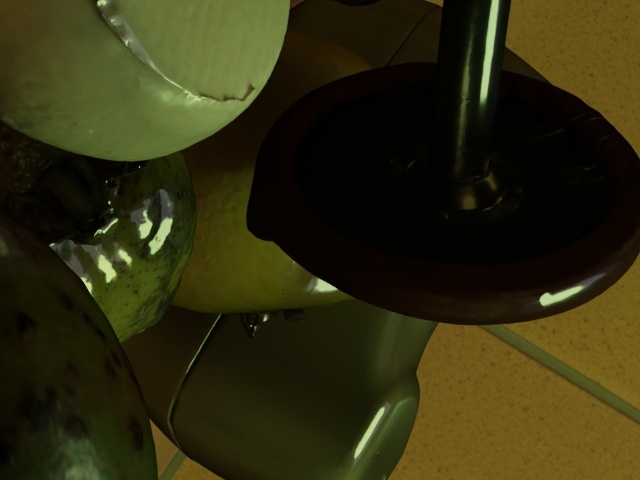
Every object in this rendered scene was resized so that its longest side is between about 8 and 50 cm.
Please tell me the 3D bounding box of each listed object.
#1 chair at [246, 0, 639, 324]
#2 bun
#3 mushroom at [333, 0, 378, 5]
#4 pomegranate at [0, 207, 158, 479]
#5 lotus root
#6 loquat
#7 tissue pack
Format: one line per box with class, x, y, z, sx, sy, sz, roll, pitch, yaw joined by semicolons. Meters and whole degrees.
chair;0.079;-0.124;0.984;0.226;0.226;0.401;-52;155;-47
bun;-0.094;-0.111;0.717;0.120;0.173;0.173;-10;-159;28
mushroom;0.041;-0.252;1.143;0.231;0.138;0.194;-53;-140;24
pomegranate;-0.184;0.105;0.645;0.242;0.242;0.306;-60;169;24
lotus root;-0.131;-0.012;0.868;0.154;0.154;0.278;-56;180;-16
loquat;-0.036;-0.037;1.268;0.213;0.213;0.213;-57;175;-8
tissue pack;0.000;0.000;1.510;0.387;0.277;0.267;-58;171;-11
